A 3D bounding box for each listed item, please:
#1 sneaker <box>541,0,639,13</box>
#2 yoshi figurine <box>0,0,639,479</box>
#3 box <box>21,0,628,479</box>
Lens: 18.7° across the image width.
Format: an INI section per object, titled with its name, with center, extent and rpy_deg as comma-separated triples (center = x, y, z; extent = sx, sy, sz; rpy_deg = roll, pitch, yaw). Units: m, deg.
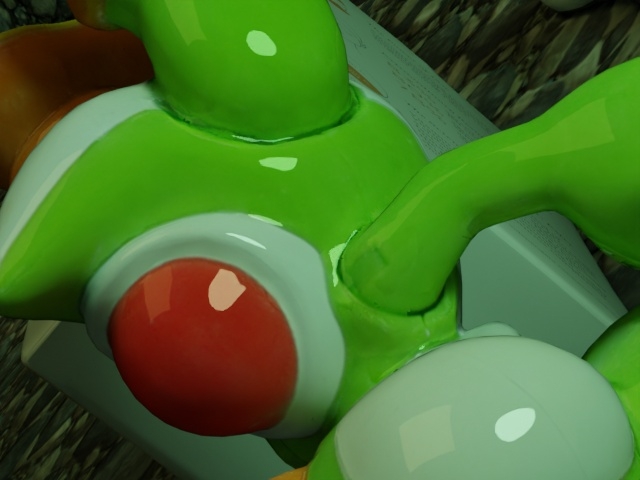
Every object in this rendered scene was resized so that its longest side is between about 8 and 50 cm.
[sneaker]
center = 0.149, -0.219, 1.125
extent = 0.106, 0.162, 0.281
rpy_deg = -55, 15, -15
[yoshi figurine]
center = 0.044, 0.017, 0.615
extent = 0.203, 0.362, 0.203
rpy_deg = -42, -27, 5
[box]
center = 0.000, 0.000, 0.935
extent = 0.168, 0.215, 0.345
rpy_deg = -48, 14, 11
